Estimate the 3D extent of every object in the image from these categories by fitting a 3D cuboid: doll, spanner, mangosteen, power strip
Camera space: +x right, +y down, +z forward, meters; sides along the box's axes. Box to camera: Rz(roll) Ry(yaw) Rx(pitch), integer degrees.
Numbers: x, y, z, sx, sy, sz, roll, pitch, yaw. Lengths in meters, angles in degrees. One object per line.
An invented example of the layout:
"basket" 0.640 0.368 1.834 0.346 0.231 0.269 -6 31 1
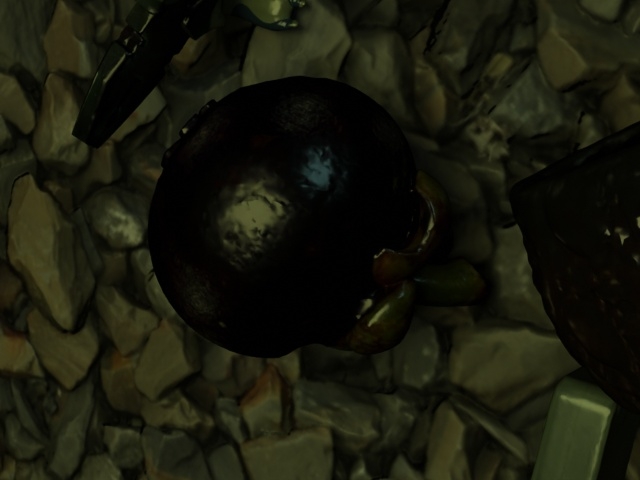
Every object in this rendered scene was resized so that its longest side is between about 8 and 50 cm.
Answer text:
"doll" -0.064 -0.188 0.761 0.125 0.027 0.037 22 96 28
"spanner" -0.082 -0.203 0.704 0.040 0.095 0.325 40 101 23
"mangosteen" 0.000 0.000 0.655 0.230 0.194 0.194 33 110 -2
"power strip" 0.142 0.187 0.587 0.061 0.145 0.216 16 101 31

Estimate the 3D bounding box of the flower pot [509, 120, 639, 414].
"flower pot" 0.253 0.047 0.461 0.266 0.266 0.267 -23 91 30
